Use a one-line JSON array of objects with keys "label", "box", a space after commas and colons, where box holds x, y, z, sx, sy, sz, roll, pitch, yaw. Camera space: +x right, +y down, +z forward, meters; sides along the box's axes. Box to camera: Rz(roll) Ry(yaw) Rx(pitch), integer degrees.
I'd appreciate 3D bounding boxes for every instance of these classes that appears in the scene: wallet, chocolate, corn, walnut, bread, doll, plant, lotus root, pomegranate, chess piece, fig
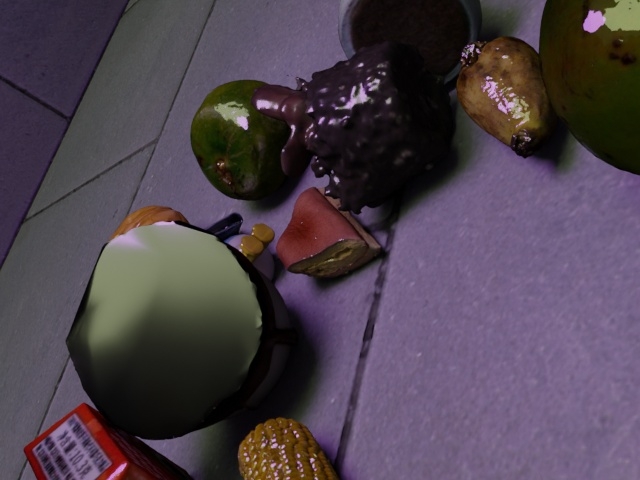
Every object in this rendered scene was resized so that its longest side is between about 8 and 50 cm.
[{"label": "wallet", "box": [-0.228, 0.024, 1.259, 0.222, 0.036, 0.167, -31, -2, -9]}, {"label": "chocolate", "box": [-0.231, 0.325, 0.961, 0.108, 0.235, 0.237, -52, 29, -11]}, {"label": "chocolate", "box": [-0.171, 0.128, 1.045, 0.284, 0.186, 0.283, -3, 79, 14]}, {"label": "corn", "box": [-0.011, 0.287, 0.796, 0.106, 0.106, 0.293, -55, 30, 5]}, {"label": "walnut", "box": [-0.322, 0.032, 1.435, 0.206, 0.159, 0.159, -57, 30, -9]}, {"label": "bread", "box": [0.001, 0.000, 1.072, 0.119, 0.067, 0.192, -44, 33, 7]}, {"label": "doll", "box": [-0.158, 0.060, 1.224, 0.241, 0.099, 0.135, -29, 46, 37]}, {"label": "plant", "box": [0.050, -0.147, 1.018, 0.234, 0.204, 0.178, -24, 34, 29]}, {"label": "lotus root", "box": [0.221, -0.156, 0.880, 0.190, 0.095, 0.108, -108, 34, -43]}, {"label": "pomegranate", "box": [0.328, -0.163, 0.617, 0.302, 0.236, 0.236, 7, 68, 44]}, {"label": "chess piece", "box": [0.136, -0.370, 1.120, 0.195, 0.195, 0.299, -34, 29, 36]}, {"label": "fig", "box": [-0.097, -0.188, 1.338, 0.203, 0.203, 0.235, -21, 7, 46]}]
